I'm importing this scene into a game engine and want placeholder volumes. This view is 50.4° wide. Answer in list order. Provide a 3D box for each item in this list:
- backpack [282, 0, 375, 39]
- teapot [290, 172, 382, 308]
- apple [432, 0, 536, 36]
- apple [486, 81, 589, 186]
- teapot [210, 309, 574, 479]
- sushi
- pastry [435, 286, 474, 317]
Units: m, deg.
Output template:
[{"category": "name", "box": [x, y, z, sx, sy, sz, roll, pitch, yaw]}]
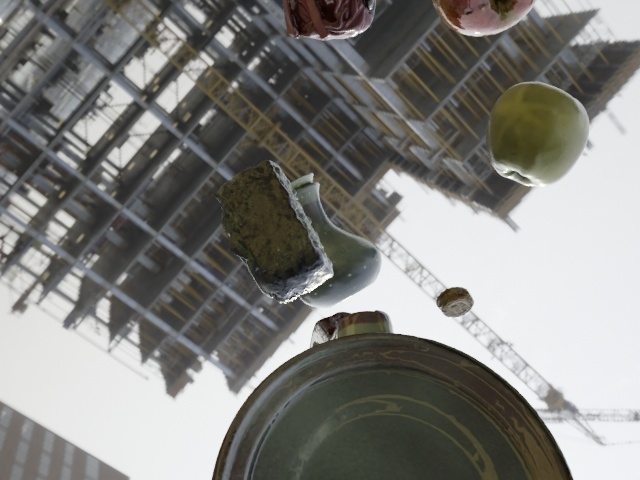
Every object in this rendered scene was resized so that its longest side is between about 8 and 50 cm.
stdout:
[{"category": "backpack", "box": [0.003, -0.464, 1.192, 0.138, 0.229, 0.229, -22, -163, -16]}, {"category": "teapot", "box": [0.000, 0.000, 1.342, 0.183, 0.251, 0.183, -29, 178, -1]}, {"category": "apple", "box": [0.208, -0.336, 0.870, 0.146, 0.146, 0.131, -38, -135, 25]}, {"category": "apple", "box": [0.532, -0.265, 1.696, 0.262, 0.262, 0.262, -39, -156, 22]}, {"category": "teapot", "box": [0.024, 0.210, 0.553, 0.312, 0.233, 0.315, 105, -17, -53]}, {"category": "sushi", "box": [-0.076, -0.011, 1.058, 0.127, 0.124, 0.225, -31, -115, 3]}, {"category": "pastry", "box": [0.377, 0.173, 1.901, 0.109, 0.097, 0.057, -58, -143, 32]}]
